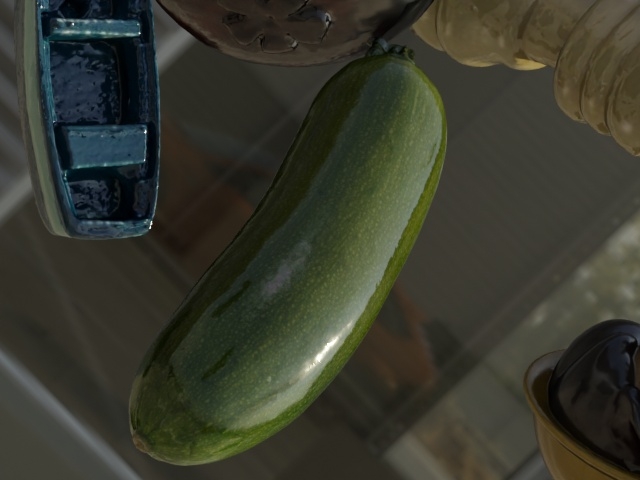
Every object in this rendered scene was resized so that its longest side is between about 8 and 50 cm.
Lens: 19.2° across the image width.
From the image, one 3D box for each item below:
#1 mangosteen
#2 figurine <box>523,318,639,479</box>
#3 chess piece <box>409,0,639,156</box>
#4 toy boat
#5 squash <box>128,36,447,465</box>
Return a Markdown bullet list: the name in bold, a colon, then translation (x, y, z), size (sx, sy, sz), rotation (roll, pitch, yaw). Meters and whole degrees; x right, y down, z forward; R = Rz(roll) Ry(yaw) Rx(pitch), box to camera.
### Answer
- **mangosteen**: translation (-0.015, -0.199, 1.094), size (0.210, 0.210, 0.210), rotation (46, 0, 0)
- **figurine**: translation (0.272, 0.105, 1.360), size (0.167, 0.257, 0.192), rotation (56, 28, 9)
- **chess piece**: translation (0.210, -0.130, 1.268), size (0.139, 0.124, 0.307), rotation (-12, 36, -39)
- **toy boat**: translation (-0.172, -0.148, 1.350), size (0.096, 0.299, 0.061), rotation (-3, -2, -33)
- **squash**: translation (0.000, 0.000, 0.754), size (0.069, 0.258, 0.069), rotation (15, -46, 17)
